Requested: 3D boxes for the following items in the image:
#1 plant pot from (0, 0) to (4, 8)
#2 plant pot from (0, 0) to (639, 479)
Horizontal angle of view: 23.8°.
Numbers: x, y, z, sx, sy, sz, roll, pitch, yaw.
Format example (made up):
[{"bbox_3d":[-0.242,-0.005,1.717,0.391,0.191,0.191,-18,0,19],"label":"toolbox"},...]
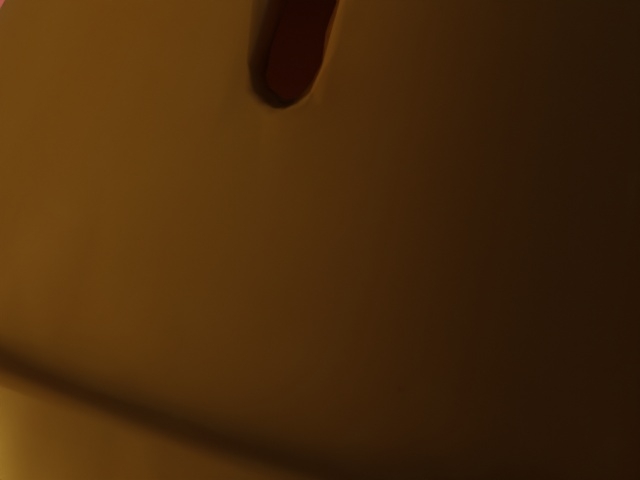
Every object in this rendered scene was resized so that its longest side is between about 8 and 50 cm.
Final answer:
[{"bbox_3d":[-0.256,-0.287,0.999,0.275,0.243,0.275,-174,90,-75],"label":"plant pot"},{"bbox_3d":[0.000,0.000,0.479,0.291,0.290,0.204,25,99,65],"label":"plant pot"}]
